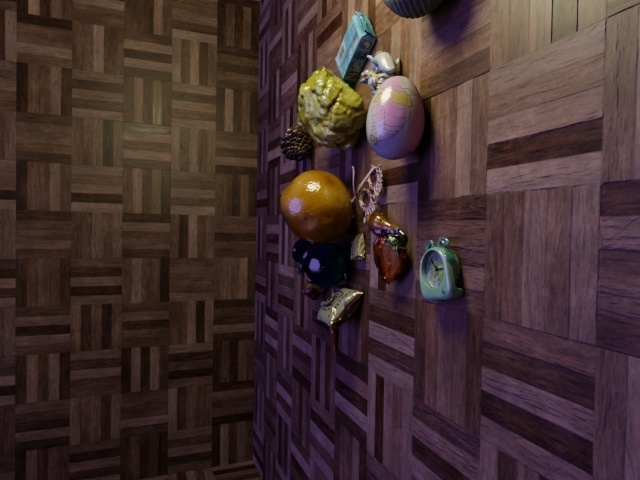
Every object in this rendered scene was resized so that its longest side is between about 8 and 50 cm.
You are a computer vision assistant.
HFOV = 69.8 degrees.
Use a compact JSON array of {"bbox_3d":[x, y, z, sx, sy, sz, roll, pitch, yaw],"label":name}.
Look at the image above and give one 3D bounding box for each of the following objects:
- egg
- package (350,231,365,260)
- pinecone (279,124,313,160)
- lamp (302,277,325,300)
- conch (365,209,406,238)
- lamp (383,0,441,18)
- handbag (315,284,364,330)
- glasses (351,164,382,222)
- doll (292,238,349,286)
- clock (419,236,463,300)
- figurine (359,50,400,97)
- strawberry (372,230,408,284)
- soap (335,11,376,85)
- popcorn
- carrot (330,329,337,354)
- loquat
[{"bbox_3d":[0.248,-0.402,1.507,0.196,0.196,0.271,-152,66,-66],"label":"egg"},{"bbox_3d":[0.159,0.029,1.943,0.108,0.031,0.121,160,115,-67],"label":"package"},{"bbox_3d":[-0.127,-0.538,2.503,0.184,0.179,0.205,-24,55,50],"label":"pinecone"},{"bbox_3d":[-0.006,0.190,2.261,0.253,0.118,0.118,-60,35,41],"label":"lamp"},{"bbox_3d":[0.228,-0.052,1.701,0.233,0.080,0.086,-119,28,-50],"label":"conch"},{"bbox_3d":[0.289,-0.809,1.380,0.233,0.233,0.265,119,159,-51],"label":"lamp"},{"bbox_3d":[0.078,0.291,1.997,0.213,0.127,0.235,-52,13,-10],"label":"handbag"},{"bbox_3d":[0.179,-0.197,1.815,0.162,0.095,0.255,-121,34,-46],"label":"glasses"},{"bbox_3d":[-0.005,0.093,2.058,0.322,0.186,0.198,25,103,31],"label":"doll"},{"bbox_3d":[0.361,0.087,1.382,0.148,0.060,0.189,162,108,-68],"label":"clock"},{"bbox_3d":[0.222,-0.598,1.680,0.208,0.128,0.184,-174,82,-77],"label":"figurine"},{"bbox_3d":[0.256,0.053,1.617,0.140,0.085,0.192,-19,97,48],"label":"strawberry"},{"bbox_3d":[0.144,-0.807,1.938,0.293,0.077,0.156,124,140,-56],"label":"soap"},{"bbox_3d":[0.028,-0.547,1.949,0.292,0.293,0.334,-50,36,13],"label":"popcorn"},{"bbox_3d":[0.067,0.471,2.166,0.035,0.035,0.142,-177,80,-69],"label":"carrot"},{"bbox_3d":[-0.012,-0.144,1.986,0.328,0.328,0.328,-179,90,-69],"label":"loquat"}]
